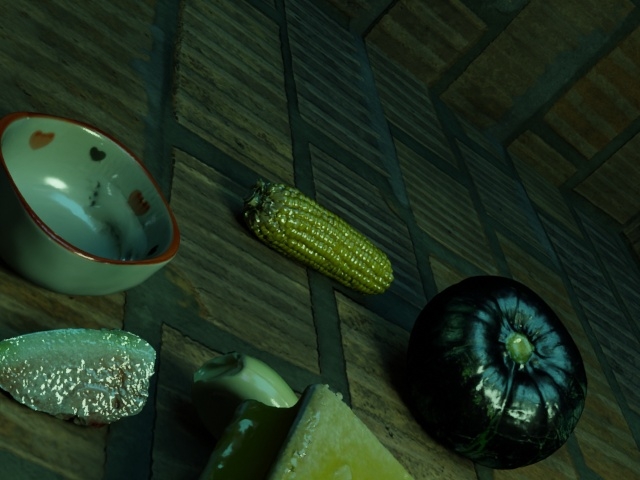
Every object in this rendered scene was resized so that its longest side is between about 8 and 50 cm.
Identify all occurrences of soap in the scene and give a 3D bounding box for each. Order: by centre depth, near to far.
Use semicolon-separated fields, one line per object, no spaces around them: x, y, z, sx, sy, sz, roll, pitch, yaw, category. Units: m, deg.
-0.020;0.367;0.885;0.304;0.169;0.339;51;41;-20;soap

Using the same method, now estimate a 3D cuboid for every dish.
-0.305;-0.029;1.083;0.256;0.117;0.256;36;27;-21;dish

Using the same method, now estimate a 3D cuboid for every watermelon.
-0.270;0.141;0.949;0.180;0.081;0.094;17;51;-19;watermelon

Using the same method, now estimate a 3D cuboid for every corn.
0.000;0.000;1.519;0.317;0.115;0.115;30;29;-30;corn

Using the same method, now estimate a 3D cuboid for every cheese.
-0.063;0.235;1.068;0.064;0.137;0.227;-48;114;-41;cheese

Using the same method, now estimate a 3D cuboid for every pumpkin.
0.280;0.222;1.471;0.315;0.238;0.315;15;51;-19;pumpkin
